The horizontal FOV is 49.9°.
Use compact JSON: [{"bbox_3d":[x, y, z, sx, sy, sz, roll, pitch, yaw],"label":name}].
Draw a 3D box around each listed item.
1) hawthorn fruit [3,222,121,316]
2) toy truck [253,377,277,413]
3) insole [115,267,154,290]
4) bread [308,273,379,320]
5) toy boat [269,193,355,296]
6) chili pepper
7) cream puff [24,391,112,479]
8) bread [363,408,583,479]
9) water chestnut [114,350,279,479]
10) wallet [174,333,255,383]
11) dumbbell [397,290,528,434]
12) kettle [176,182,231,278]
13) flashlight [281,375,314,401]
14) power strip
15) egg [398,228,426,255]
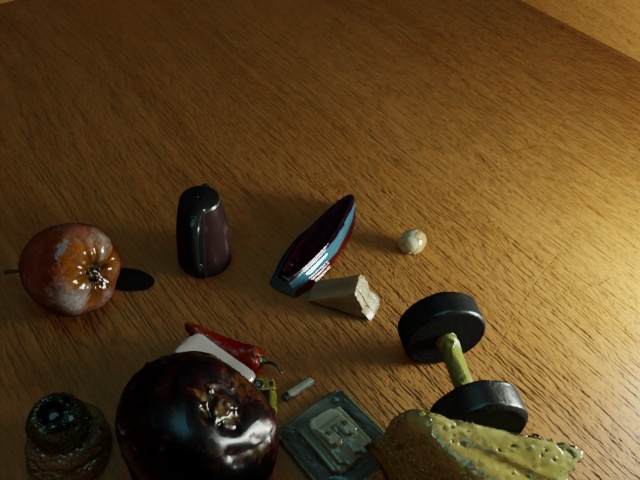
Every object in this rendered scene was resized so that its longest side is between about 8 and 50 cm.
[{"bbox_3d":[-0.616,0.056,1.686,0.235,0.231,0.263,-19,53,-35],"label":"hawthorn fruit"},{"bbox_3d":[-0.125,0.352,1.552,0.054,0.049,0.083,1,46,-5],"label":"toy truck"},{"bbox_3d":[-0.549,0.092,1.813,0.232,0.003,0.080,14,45,10],"label":"insole"},{"bbox_3d":[0.060,0.153,1.782,0.152,0.105,0.077,-10,37,33],"label":"bread"},{"bbox_3d":[0.000,0.000,1.901,0.136,0.079,0.392,26,52,18],"label":"toy boat"},{"bbox_3d":[-0.210,0.262,1.624,0.272,0.063,0.071,19,58,15],"label":"chili pepper"},{"bbox_3d":[-0.523,0.390,1.402,0.183,0.169,0.183,3,44,-3],"label":"cream puff"},{"bbox_3d":[0.309,0.434,1.365,0.279,0.248,0.315,-26,65,-33],"label":"bread"},{"bbox_3d":[-0.263,0.394,1.355,0.350,0.302,0.350,33,24,-16],"label":"water chestnut"},{"bbox_3d":[-0.242,0.283,1.557,0.190,0.033,0.095,33,41,17],"label":"wallet"},{"bbox_3d":[0.307,0.291,1.537,0.204,0.204,0.322,-6,46,-10],"label":"dumbbell"},{"bbox_3d":[-0.315,-0.016,1.776,0.144,0.232,0.202,8,46,5],"label":"kettle"},{"bbox_3d":[-0.053,0.343,1.587,0.083,0.018,0.018,-28,54,-28],"label":"flashlight"},{"bbox_3d":[0.037,0.426,1.479,0.198,0.064,0.213,-30,53,-32],"label":"power strip"},{"bbox_3d":[0.259,0.002,1.913,0.083,0.071,0.071,-31,55,-34],"label":"egg"}]
